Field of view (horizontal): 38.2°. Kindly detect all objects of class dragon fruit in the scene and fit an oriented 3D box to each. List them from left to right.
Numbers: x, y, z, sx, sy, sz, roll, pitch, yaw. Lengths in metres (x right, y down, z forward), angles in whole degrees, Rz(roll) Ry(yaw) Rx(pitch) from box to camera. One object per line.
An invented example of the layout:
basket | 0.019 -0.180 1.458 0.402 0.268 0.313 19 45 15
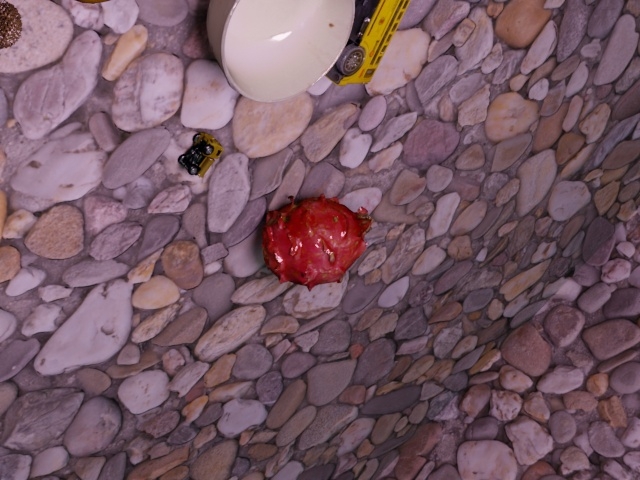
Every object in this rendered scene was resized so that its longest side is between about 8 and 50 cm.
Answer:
dragon fruit | 0.000 0.000 2.022 0.268 0.210 0.205 -18 116 -18

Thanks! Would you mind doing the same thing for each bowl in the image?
bowl | -0.088 -0.395 1.620 0.277 0.145 0.277 -25 141 -22

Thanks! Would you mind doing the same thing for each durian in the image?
durian | -0.482 -0.315 1.375 0.080 0.080 0.091 -9 88 -38

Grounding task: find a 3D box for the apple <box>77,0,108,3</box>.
apple | -0.326 -0.434 1.343 0.182 0.155 0.182 -20 135 -22

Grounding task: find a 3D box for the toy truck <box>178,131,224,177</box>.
toy truck | -0.228 -0.167 1.789 0.083 0.049 0.054 -52 144 12

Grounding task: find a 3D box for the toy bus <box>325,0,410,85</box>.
toy bus | 0.090 -0.461 1.727 0.152 0.144 0.330 -9 134 -49
